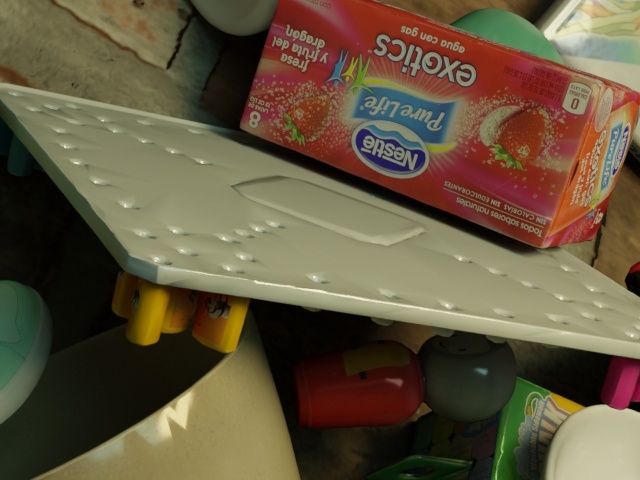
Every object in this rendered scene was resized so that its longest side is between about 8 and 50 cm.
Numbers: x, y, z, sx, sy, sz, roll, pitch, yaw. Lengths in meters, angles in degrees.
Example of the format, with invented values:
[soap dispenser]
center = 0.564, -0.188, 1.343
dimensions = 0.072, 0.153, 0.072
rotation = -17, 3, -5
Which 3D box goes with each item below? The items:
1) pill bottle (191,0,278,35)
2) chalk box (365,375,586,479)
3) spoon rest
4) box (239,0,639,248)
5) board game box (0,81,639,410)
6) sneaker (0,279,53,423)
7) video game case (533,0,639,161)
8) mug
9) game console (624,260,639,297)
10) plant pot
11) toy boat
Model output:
[pill bottle]
center = 0.004, -0.256, 1.227
dimensions = 0.229, 0.131, 0.131
rotation = -25, 84, -35
[chalk box]
center = 0.139, 0.190, 1.117
dimensions = 0.213, 0.132, 0.132
rotation = 26, 59, -20
[spoon rest]
center = 0.209, 0.242, 1.005
dimensions = 0.137, 0.084, 0.276
rotation = 11, 67, -27
[box]
center = 0.089, -0.094, 1.115
dimensions = 0.257, 0.123, 0.128
rotation = 23, 12, 24
[board game box]
center = 0.000, 0.000, 1.001
dimensions = 0.390, 0.390, 0.050
rotation = 10, 104, -27
[sneaker]
center = -0.248, 0.050, 0.858
dimensions = 0.256, 0.094, 0.151
rotation = -45, 130, -51
[video game case]
center = 0.391, -0.199, 1.391
dimensions = 0.300, 0.036, 0.329
rotation = 44, 80, -15
[mug]
center = 0.134, -0.101, 1.235
dimensions = 0.158, 0.129, 0.097
rotation = 45, 54, 14
[game console]
center = 0.352, 0.197, 1.177
dimensions = 0.342, 0.060, 0.386
rotation = 14, 55, -68
[plant pot]
center = -0.103, 0.216, 0.917
dimensions = 0.256, 0.256, 0.274
rotation = -33, 106, -36
[toy boat]
center = 0.077, 0.195, 0.928
dimensions = 0.148, 0.267, 0.318
rotation = -6, 58, -8
